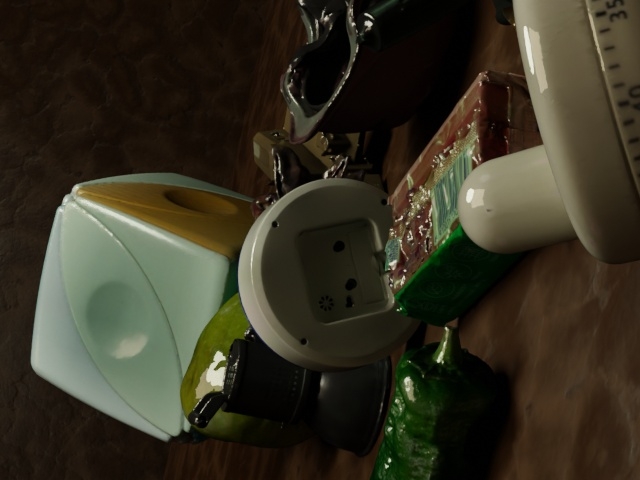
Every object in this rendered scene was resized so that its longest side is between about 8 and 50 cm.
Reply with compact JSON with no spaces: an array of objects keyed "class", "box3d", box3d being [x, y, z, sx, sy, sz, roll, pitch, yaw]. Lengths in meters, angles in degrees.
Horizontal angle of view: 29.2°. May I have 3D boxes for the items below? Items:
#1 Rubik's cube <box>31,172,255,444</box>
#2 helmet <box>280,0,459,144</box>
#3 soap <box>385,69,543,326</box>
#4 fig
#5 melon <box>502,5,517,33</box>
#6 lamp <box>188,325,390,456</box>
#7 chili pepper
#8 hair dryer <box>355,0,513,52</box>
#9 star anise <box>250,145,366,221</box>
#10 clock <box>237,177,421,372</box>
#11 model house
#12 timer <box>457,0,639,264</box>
[{"class":"Rubik's cube","box3d":[-0.238,0.098,2.050,0.352,0.347,0.352,-23,-49,-62]},{"class":"helmet","box3d":[0.077,-0.272,1.664,0.271,0.197,0.338,143,134,-59]},{"class":"soap","box3d":[0.152,-0.036,1.281,0.273,0.098,0.218,123,158,-57]},{"class":"fig","box3d":[-0.058,0.157,1.766,0.314,0.233,0.233,-57,15,7]},{"class":"melon","box3d":[0.237,-0.193,1.112,0.139,0.093,0.202,-59,24,30]},{"class":"lamp","box3d":[-0.039,0.179,1.587,0.147,0.227,0.172,166,118,-77]},{"class":"chili pepper","box3d":[0.104,0.208,1.218,0.136,0.099,0.271,-82,6,-69]},{"class":"hair dryer","box3d":[0.144,-0.256,1.214,0.116,0.302,0.244,59,163,1]},{"class":"star anise","box3d":[0.004,0.001,1.646,0.129,0.212,0.283,-30,-80,-64]},{"class":"clock","box3d":[0.019,0.042,1.483,0.083,0.230,0.231,154,130,-68]},{"class":"model house","box3d":[0.019,-0.100,1.861,0.248,0.176,0.181,39,126,53]},{"class":"timer","box3d":[0.188,-0.093,0.859,0.233,0.240,0.234,-15,-90,-71]}]
